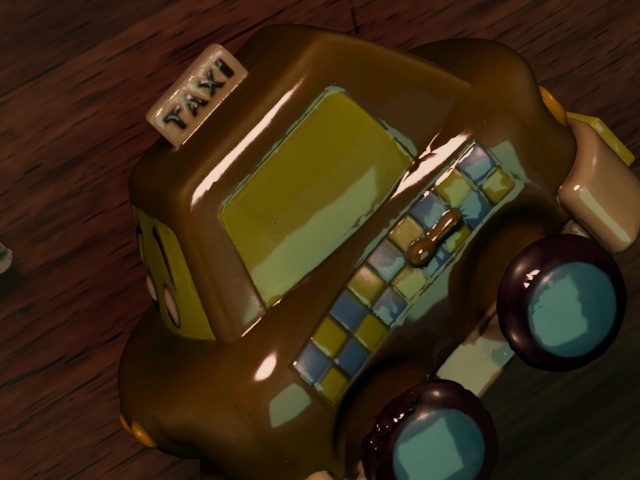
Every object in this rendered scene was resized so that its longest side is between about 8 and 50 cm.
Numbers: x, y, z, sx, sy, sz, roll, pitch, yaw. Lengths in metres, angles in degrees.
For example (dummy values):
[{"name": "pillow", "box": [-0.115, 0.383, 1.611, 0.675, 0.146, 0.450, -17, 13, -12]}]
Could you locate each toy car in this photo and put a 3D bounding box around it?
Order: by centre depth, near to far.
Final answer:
[{"name": "toy car", "box": [0.000, 0.000, 0.858, 0.198, 0.204, 0.248, 43, 85, -20]}]

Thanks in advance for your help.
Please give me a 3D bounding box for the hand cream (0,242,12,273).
[{"name": "hand cream", "box": [-0.187, -0.034, 0.770, 0.067, 0.042, 0.194, -38, 136, -15]}]
